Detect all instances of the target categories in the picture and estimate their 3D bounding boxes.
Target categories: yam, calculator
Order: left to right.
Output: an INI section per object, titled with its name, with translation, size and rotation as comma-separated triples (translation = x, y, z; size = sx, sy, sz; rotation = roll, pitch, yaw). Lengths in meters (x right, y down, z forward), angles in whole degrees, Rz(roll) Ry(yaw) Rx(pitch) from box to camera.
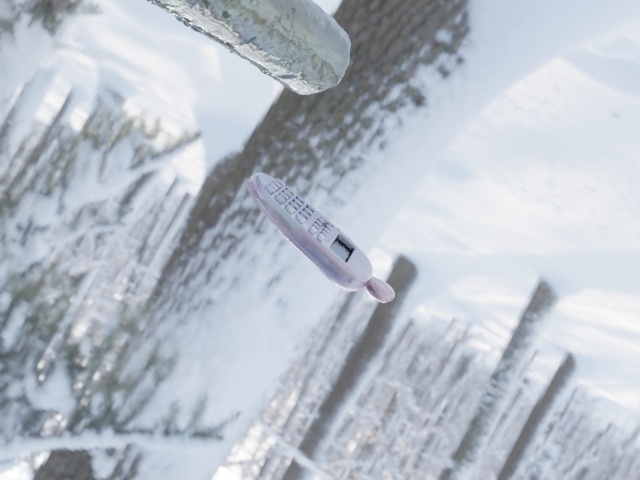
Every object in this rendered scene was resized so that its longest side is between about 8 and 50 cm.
[yam]
translation = -0.062, -0.213, 1.002
size = 0.093, 0.093, 0.259
rotation = 26, 180, 35
[calculator]
translation = 0.000, 0.000, 0.948
size = 0.166, 0.024, 0.103
rotation = 43, -168, -1
